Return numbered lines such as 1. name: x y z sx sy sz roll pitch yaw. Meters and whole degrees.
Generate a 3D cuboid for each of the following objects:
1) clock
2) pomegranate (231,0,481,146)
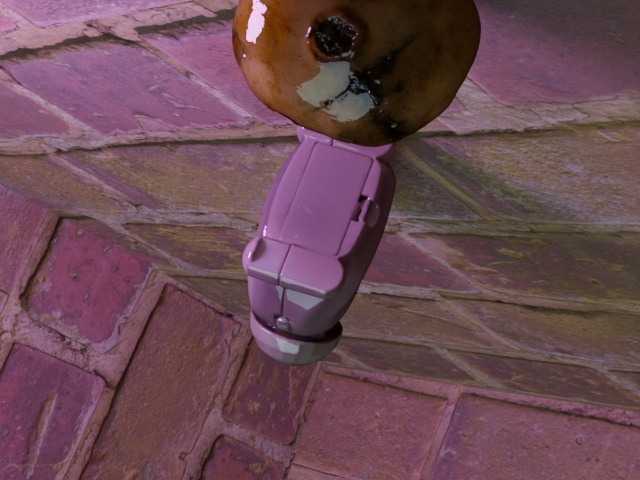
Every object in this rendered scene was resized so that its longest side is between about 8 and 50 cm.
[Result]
1. clock: 0.000 0.000 1.997 0.184 0.342 0.326 24 157 7
2. pomegranate: 0.036 -0.221 1.369 0.260 0.260 0.260 19 165 5
